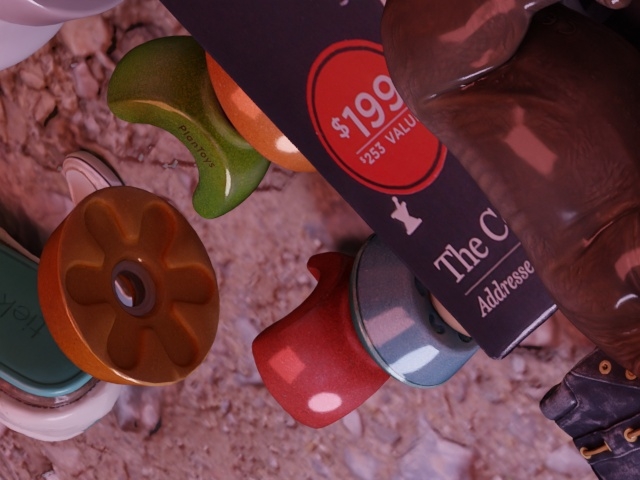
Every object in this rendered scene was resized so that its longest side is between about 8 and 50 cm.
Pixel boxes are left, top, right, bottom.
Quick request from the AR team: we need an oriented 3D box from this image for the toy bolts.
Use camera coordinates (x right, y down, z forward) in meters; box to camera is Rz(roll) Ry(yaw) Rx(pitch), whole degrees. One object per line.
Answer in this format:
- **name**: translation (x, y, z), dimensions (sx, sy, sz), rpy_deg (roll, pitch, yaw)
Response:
- **toy bolts**: translation (0.000, 0.000, 0.860), dimensions (0.158, 0.218, 0.228), rpy_deg (-22, 119, 41)

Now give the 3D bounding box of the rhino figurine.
- **rhino figurine**: translation (0.108, -0.011, 0.572), dimensions (0.106, 0.073, 0.243), rpy_deg (-27, 100, 43)

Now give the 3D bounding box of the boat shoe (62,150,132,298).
- **boat shoe**: translation (-0.135, -0.008, 1.076), dimensions (0.035, 0.035, 0.100), rpy_deg (-20, 103, 47)

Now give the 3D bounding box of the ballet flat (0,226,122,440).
- **ballet flat**: translation (-0.295, 0.003, 1.170), dimensions (0.400, 0.139, 0.139), rpy_deg (39, 136, 14)

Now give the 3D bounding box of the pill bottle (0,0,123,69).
- **pill bottle**: translation (-0.247, -0.176, 0.950), dimensions (0.334, 0.188, 0.188), rpy_deg (-1, 116, 42)

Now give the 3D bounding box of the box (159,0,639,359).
- **box**: translation (0.091, -0.183, 0.654), dimensions (0.312, 0.179, 0.343), rpy_deg (48, 137, 7)

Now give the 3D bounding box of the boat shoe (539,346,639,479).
- **boat shoe**: translation (0.175, 0.066, 0.830), dimensions (0.083, 0.065, 0.183), rpy_deg (45, 138, 6)
